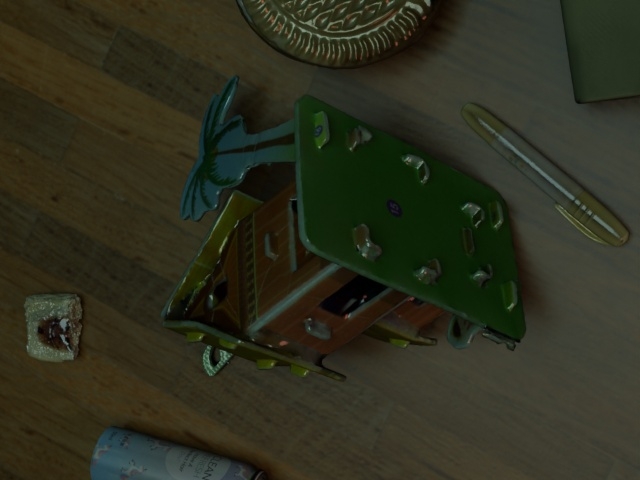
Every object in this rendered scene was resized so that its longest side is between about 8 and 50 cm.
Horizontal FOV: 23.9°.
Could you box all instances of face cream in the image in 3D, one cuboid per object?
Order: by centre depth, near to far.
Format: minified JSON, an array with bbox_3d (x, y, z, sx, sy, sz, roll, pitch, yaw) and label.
[{"bbox_3d":[-0.153,0.280,1.775,0.229,0.075,0.075,13,96,16],"label":"face cream"}]

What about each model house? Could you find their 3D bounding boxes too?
[{"bbox_3d":[0.000,0.000,1.681,0.323,0.300,0.340,-38,41,36],"label":"model house"}]

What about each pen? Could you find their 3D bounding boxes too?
[{"bbox_3d":[0.243,-0.071,1.664,0.233,0.032,0.040,41,126,13],"label":"pen"}]

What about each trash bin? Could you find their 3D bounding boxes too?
[{"bbox_3d":[0.342,-0.273,1.541,0.243,0.121,0.247,-5,94,55],"label":"trash bin"}]

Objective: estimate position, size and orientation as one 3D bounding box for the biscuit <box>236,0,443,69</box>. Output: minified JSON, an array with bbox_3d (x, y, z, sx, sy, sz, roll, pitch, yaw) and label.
[{"bbox_3d":[0.021,-0.309,1.676,0.259,0.079,0.259,-1,82,7],"label":"biscuit"}]

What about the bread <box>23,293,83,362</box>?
[{"bbox_3d":[-0.327,0.105,1.843,0.070,0.035,0.083,4,96,18],"label":"bread"}]

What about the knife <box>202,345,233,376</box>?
[{"bbox_3d":[-0.050,0.043,1.763,0.043,0.020,0.293,40,103,10],"label":"knife"}]
